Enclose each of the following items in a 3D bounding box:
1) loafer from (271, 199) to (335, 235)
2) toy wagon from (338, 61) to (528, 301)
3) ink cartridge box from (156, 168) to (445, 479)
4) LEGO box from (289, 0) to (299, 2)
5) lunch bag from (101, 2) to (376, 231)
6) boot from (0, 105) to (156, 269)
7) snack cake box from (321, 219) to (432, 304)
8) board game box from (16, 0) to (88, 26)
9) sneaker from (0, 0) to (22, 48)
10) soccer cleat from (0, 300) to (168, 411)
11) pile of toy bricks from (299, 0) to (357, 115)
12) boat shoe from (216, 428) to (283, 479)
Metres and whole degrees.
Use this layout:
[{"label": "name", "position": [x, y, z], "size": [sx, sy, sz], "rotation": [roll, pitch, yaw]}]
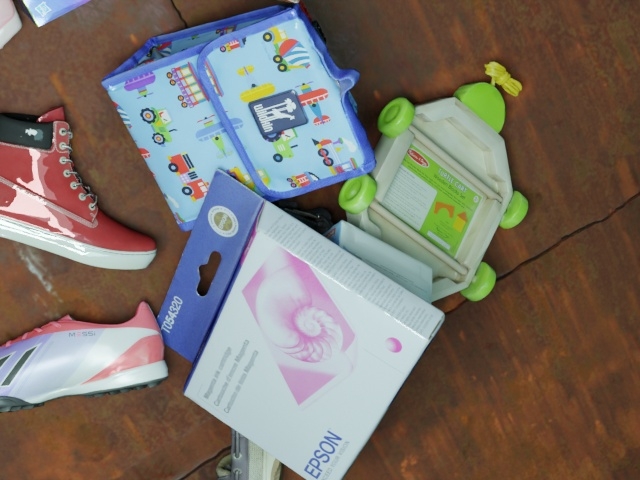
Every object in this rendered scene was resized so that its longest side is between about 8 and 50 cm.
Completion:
[{"label": "loafer", "position": [0.000, 0.000, 1.623], "size": [0.303, 0.109, 0.095], "rotation": [30, 75, -30]}, {"label": "toy wagon", "position": [0.174, -0.087, 1.634], "size": [0.267, 0.068, 0.344], "rotation": [35, 74, -31]}, {"label": "ink cartridge box", "position": [-0.055, 0.123, 1.476], "size": [0.330, 0.071, 0.324], "rotation": [32, 130, 7]}, {"label": "LEGO box", "position": [-0.058, -0.524, 1.276], "size": [0.193, 0.372, 0.499], "rotation": [15, 101, -8]}, {"label": "lunch bag", "position": [-0.077, -0.160, 1.437], "size": [0.293, 0.138, 0.220], "rotation": [-12, 117, 31]}, {"label": "boot", "position": [-0.305, -0.070, 1.498], "size": [0.244, 0.088, 0.176], "rotation": [18, 97, -19]}, {"label": "snack cake box", "position": [0.007, 0.095, 1.565], "size": [0.152, 0.089, 0.264], "rotation": [27, 138, -24]}, {"label": "board game box", "position": [-0.373, -0.415, 1.292], "size": [0.078, 0.233, 0.347], "rotation": [-30, 112, -9]}, {"label": "sneaker", "position": [-0.422, -0.248, 1.423], "size": [0.134, 0.051, 0.070], "rotation": [-29, 121, -3]}, {"label": "soccer cleat", "position": [-0.363, 0.158, 1.546], "size": [0.318, 0.108, 0.116], "rotation": [-8, 85, -13]}, {"label": "pile of toy bricks", "position": [-0.034, -0.205, 1.553], "size": [0.105, 0.118, 0.212], "rotation": [-18, 131, 16]}, {"label": "boat shoe", "position": [-0.101, 0.327, 1.679], "size": [0.092, 0.103, 0.285], "rotation": [10, 116, 4]}]
